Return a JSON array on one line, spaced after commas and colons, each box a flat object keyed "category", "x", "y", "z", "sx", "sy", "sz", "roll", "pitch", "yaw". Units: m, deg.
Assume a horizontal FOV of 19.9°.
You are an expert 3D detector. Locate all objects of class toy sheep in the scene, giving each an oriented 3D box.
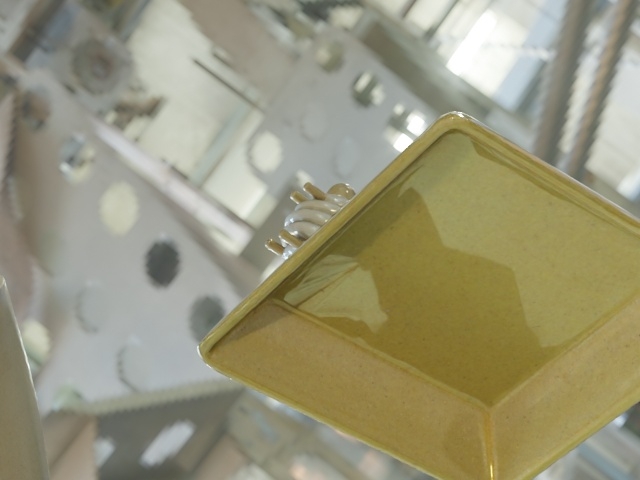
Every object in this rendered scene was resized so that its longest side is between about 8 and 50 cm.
[{"category": "toy sheep", "x": 0.000, "y": 0.000, "z": 1.762, "sx": 0.132, "sy": 0.091, "sz": 0.091, "roll": -62, "pitch": -4, "yaw": -23}]

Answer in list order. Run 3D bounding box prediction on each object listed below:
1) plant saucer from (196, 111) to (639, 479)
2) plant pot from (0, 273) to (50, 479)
[{"category": "plant saucer", "x": 0.123, "y": 0.046, "z": 1.481, "sx": 0.333, "sy": 0.333, "sz": 0.081, "roll": -43, "pitch": 32, "yaw": 34}, {"category": "plant pot", "x": -0.336, "y": 0.204, "z": 1.570, "sx": 0.257, "sy": 0.274, "sz": 0.256, "roll": -21, "pitch": 13, "yaw": 5}]
